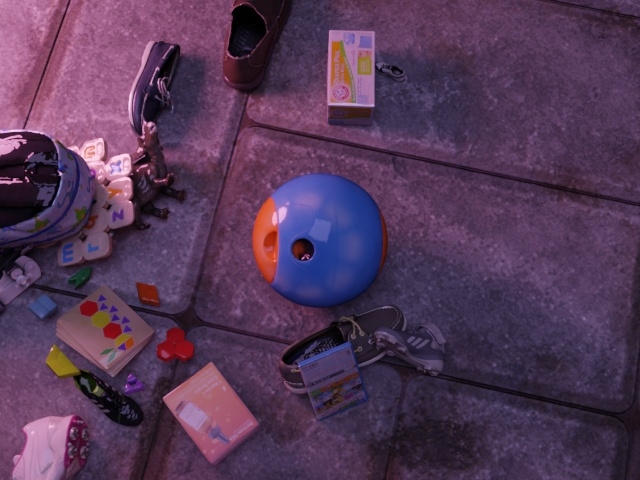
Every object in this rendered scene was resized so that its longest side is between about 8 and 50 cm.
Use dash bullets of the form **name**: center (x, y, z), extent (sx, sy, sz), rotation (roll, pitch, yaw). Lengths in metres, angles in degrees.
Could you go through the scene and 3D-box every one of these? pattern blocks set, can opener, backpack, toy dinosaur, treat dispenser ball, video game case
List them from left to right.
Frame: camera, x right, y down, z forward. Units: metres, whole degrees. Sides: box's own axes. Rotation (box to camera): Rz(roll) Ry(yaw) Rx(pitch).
- **can opener**: center (-0.741, 0.133, 1.936), extent (0.280, 0.074, 0.093), rotation (-45, 44, -15)
- **backpack**: center (-0.670, -0.108, 1.889), extent (0.356, 0.273, 0.290), rotation (-15, 65, 26)
- **pattern blocks set**: center (-0.463, 0.196, 1.899), extent (0.285, 0.026, 0.325), rotation (-32, 65, -25)
- **toy dinosaur**: center (-0.416, -0.111, 2.001), extent (0.160, 0.121, 0.313), rotation (30, 91, 24)
- **treat dispenser ball**: center (0.000, 0.000, 1.863), extent (0.288, 0.288, 0.288), rotation (0, 72, -1)
- **video game case**: center (0.028, 0.299, 1.848), extent (0.119, 0.166, 0.015), rotation (-22, 34, -8)

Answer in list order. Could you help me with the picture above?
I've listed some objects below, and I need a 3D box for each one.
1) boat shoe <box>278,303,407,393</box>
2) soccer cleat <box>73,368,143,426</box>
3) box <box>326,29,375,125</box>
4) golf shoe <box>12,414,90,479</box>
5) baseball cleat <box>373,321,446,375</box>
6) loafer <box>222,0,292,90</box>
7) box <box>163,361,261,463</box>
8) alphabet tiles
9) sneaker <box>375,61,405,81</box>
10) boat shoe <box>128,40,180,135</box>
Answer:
- **boat shoe**: center (0.050, 0.220, 1.884), extent (0.305, 0.091, 0.109), rotation (-28, 48, -9)
- **soccer cleat**: center (-0.456, 0.336, 1.863), extent (0.179, 0.072, 0.060), rotation (34, 75, 9)
- **box**: center (0.072, -0.386, 2.085), extent (0.114, 0.103, 0.203), rotation (1, 72, -1)
- **golf shoe**: center (-0.571, 0.510, 1.798), extent (0.140, 0.115, 0.306), rotation (2, 65, 11)
- **baseball cleat**: center (0.193, 0.212, 1.881), extent (0.206, 0.072, 0.109), rotation (37, 58, -34)
- **loafer**: center (-0.150, -0.546, 2.119), extent (0.134, 0.130, 0.365), rotation (9, 72, 2)
- **box**: center (-0.227, 0.366, 1.847), extent (0.130, 0.091, 0.170), rotation (-38, 76, -12)
- **alphabet tiles**: center (-0.534, -0.086, 1.973), extent (0.278, 0.021, 0.284), rotation (-14, 71, 21)
- **sneaker**: center (0.169, -0.419, 2.132), extent (0.083, 0.037, 0.031), rotation (24, 75, 8)
- **boat shoe**: center (-0.390, -0.362, 2.080), extent (0.079, 0.095, 0.254), rotation (4, 63, 12)
